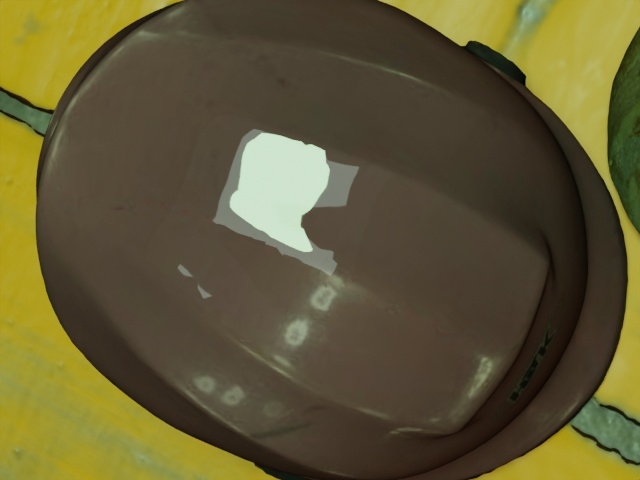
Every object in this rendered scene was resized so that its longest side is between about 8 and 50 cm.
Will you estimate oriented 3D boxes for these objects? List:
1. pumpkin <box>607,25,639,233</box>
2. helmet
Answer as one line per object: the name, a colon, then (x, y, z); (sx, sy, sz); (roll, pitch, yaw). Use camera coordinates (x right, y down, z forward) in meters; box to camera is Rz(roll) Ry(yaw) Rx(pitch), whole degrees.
pumpkin: (0.253, -0.073, 0.487); (0.217, 0.110, 0.217); (-5, 76, 19)
helmet: (0.000, 0.000, 0.507); (0.338, 0.197, 0.271); (31, 95, 11)
